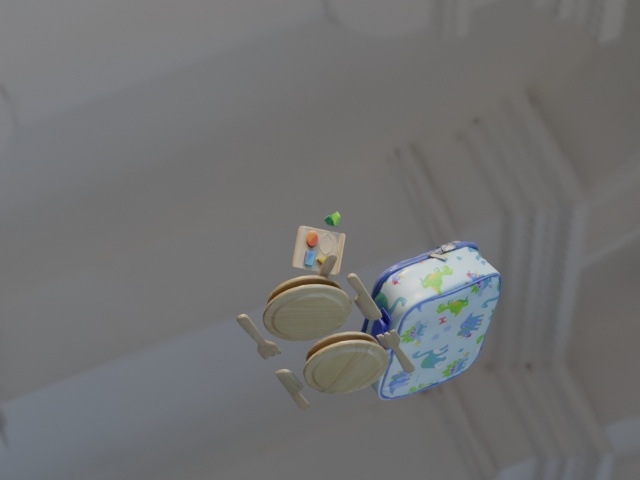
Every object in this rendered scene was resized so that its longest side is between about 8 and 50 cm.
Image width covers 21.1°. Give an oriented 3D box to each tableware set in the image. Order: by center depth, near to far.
[{"bbox_3d":[0.005,0.088,1.687,0.194,0.128,0.039,58,15,-50],"label":"tableware set"}]

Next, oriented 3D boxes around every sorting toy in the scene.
[{"bbox_3d":[0.000,0.000,2.208,0.012,0.062,0.083,101,-2,-74],"label":"sorting toy"}]

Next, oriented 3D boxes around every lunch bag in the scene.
[{"bbox_3d":[0.137,0.107,2.274,0.090,0.176,0.219,53,-31,31],"label":"lunch bag"}]
